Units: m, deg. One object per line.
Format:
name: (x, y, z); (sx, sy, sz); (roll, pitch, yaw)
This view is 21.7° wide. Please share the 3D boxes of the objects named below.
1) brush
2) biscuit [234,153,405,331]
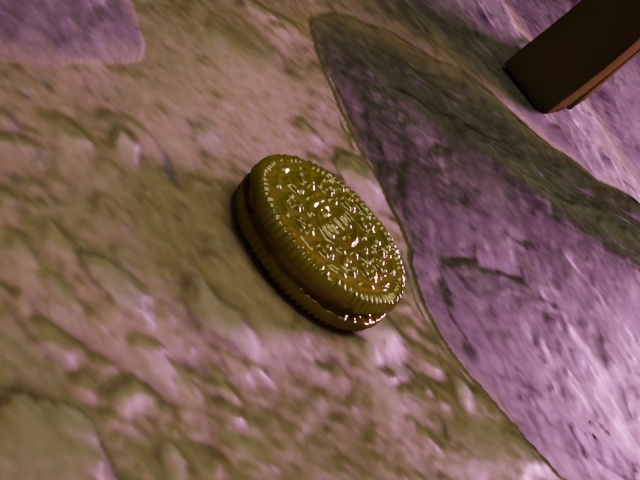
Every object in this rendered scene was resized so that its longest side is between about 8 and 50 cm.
brush: (0.231, -0.174, 1.087); (0.047, 0.233, 0.103); (52, 26, 6)
biscuit: (0.000, 0.000, 0.692); (0.084, 0.023, 0.084); (36, 27, -22)
